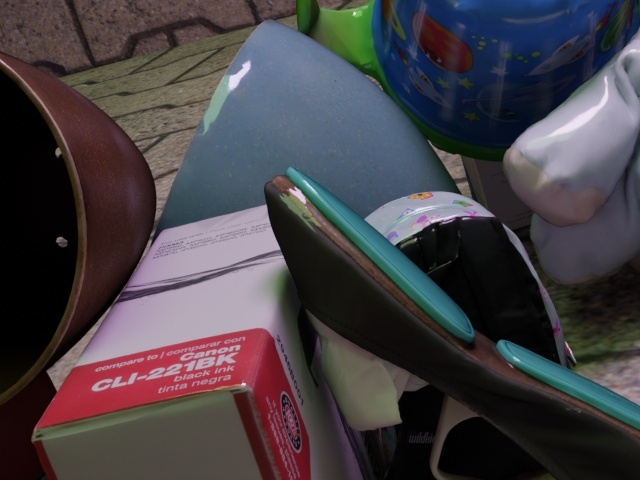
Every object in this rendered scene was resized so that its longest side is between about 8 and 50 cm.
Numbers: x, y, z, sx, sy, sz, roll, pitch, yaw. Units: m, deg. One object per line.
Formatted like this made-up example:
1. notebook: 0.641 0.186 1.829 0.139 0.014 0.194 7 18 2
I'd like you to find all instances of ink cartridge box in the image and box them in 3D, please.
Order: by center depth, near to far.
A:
1. ink cartridge box: -0.043 0.115 0.703 0.114 0.197 0.273 -14 19 10
2. ink cartridge box: 0.162 -0.138 1.176 0.078 0.231 0.134 -18 18 3

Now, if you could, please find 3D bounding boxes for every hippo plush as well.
1. hippo plush: 0.307 -0.044 0.851 0.294 0.234 0.236 -52 48 7

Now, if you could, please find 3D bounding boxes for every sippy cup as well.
1. sippy cup: 0.149 -0.203 0.960 0.305 0.240 0.224 -38 -13 -4

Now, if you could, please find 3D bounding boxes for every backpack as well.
1. backpack: 0.079 0.061 0.761 0.152 0.182 0.115 -23 19 -11

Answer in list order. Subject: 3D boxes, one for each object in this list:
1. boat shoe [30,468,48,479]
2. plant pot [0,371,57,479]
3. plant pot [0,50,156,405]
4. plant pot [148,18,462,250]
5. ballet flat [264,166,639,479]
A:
1. boat shoe: -0.166 0.227 0.625 0.121 0.119 0.335 -17 18 7
2. plant pot: -0.309 0.160 0.773 0.275 0.275 0.243 -2 15 41
3. plant pot: -0.194 -0.017 0.748 0.215 0.215 0.230 -14 2 15
4. plant pot: 0.000 0.000 0.946 0.195 0.290 0.290 22 26 4
5. ballet flat: 0.068 0.075 0.647 0.096 0.280 0.095 -55 1 6
